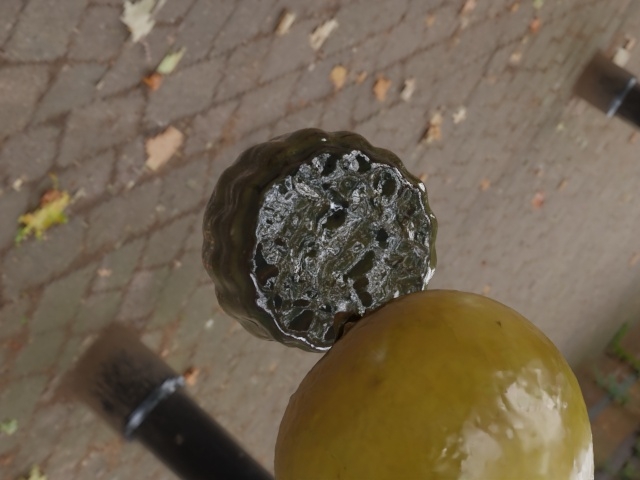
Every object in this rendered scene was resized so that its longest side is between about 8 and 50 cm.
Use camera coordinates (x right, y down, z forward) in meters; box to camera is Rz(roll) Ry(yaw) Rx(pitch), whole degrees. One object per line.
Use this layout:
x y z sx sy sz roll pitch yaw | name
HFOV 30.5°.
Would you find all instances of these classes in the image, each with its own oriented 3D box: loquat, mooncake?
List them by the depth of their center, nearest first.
0.092 0.168 0.978 0.275 0.275 0.275 -45 160 -21 | loquat
0.000 0.000 1.454 0.290 0.290 0.161 -49 -163 -10 | mooncake
